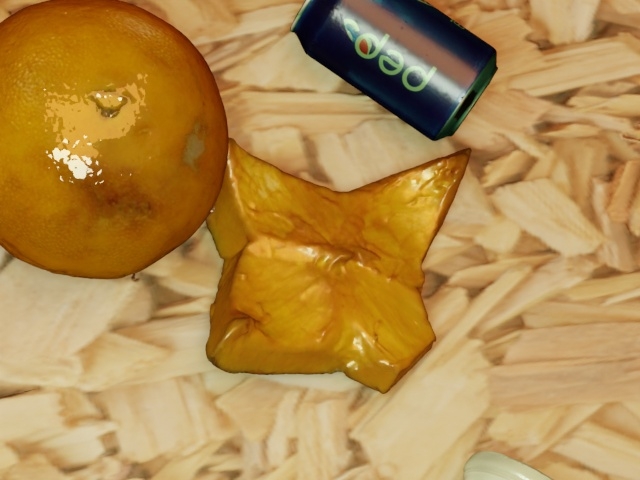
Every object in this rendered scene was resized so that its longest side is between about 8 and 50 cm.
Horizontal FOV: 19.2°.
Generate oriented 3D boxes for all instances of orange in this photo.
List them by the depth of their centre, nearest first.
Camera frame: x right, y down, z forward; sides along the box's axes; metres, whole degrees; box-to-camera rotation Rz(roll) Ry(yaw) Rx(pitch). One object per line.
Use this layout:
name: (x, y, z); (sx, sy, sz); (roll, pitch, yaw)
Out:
orange: (-0.213, -0.093, 1.728); (0.261, 0.261, 0.261); (7, 64, -15)

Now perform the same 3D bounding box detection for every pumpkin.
pumpkin: (0.018, 0.020, 1.830); (0.290, 0.095, 0.258); (5, 60, -19)

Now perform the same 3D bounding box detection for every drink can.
drink can: (0.075, -0.198, 1.937); (0.205, 0.118, 0.118); (34, 61, -1)

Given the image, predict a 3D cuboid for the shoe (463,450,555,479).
shoe: (0.220, 0.316, 1.757); (0.265, 0.095, 0.110); (41, 61, 1)
